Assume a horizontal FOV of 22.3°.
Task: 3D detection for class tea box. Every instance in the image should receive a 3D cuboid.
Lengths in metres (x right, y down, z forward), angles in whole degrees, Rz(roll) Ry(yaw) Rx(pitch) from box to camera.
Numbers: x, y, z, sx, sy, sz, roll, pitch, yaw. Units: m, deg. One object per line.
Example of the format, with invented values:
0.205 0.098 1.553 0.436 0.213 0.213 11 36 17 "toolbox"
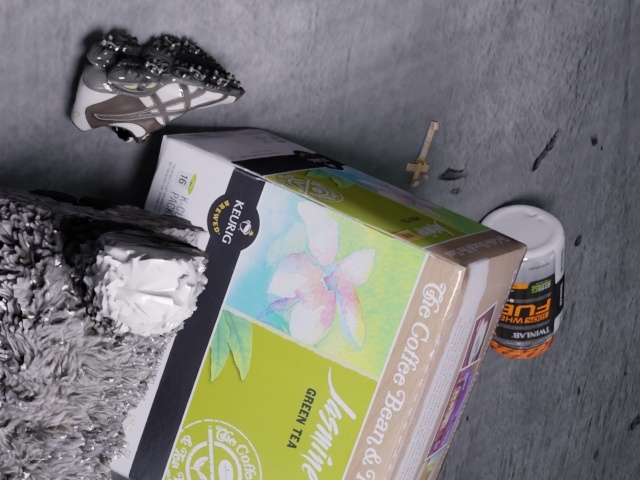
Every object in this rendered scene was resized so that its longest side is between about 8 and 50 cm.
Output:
-0.022 0.101 1.576 0.220 0.324 0.329 -14 125 -67 "tea box"

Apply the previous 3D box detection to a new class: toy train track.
0.126 -0.102 1.937 0.048 0.014 0.083 -1 113 -53 "toy train track"

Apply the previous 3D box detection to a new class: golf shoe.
-0.155 -0.137 1.505 0.198 0.077 0.094 1 130 -52 "golf shoe"

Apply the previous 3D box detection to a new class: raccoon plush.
-0.225 0.121 1.335 0.446 0.216 0.299 -129 -130 -83 "raccoon plush"

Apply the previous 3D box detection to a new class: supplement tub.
0.263 0.058 2.138 0.117 0.117 0.190 -37 138 -32 "supplement tub"
